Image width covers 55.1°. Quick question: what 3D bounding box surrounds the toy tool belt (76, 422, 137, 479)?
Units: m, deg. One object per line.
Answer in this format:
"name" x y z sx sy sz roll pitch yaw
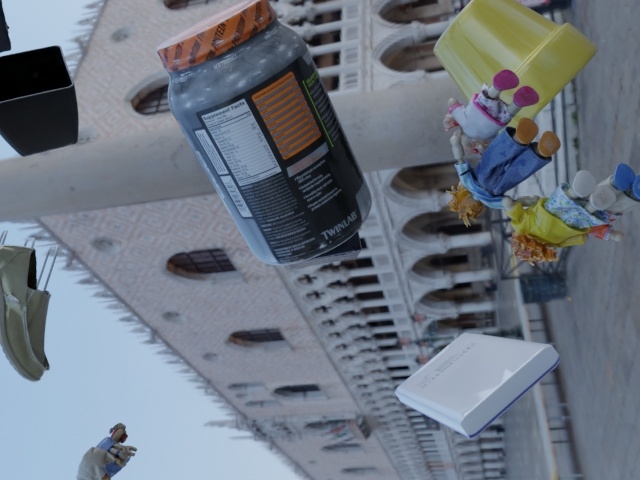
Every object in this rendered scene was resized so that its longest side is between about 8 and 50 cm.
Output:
"toy tool belt" -0.249 0.266 0.743 0.083 0.051 0.052 -44 -20 -61

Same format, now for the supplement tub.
"supplement tub" -0.071 -0.142 0.815 0.194 0.193 0.316 -75 -36 -57

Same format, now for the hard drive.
"hard drive" 0.280 0.259 1.163 0.040 0.210 0.318 55 167 -4

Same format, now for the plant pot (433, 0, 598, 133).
"plant pot" 0.365 -0.359 1.216 0.239 0.254 0.254 45 -165 3

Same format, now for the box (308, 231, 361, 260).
"box" 0.000 0.000 1.311 0.158 0.155 0.093 94 167 -82

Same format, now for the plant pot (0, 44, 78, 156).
"plant pot" -0.637 -0.299 1.365 0.167 0.188 0.187 92 153 -46

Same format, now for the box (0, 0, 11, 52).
"box" -0.771 -0.488 0.867 0.479 0.297 0.472 -31 -29 -35

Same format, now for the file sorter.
"file sorter" -0.848 0.056 1.599 0.277 0.192 0.173 21 -102 -29

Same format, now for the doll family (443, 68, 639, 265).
"doll family" 0.230 -0.059 0.716 0.118 0.263 0.163 -46 -6 -28

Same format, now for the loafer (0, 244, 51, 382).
"loafer" -0.547 0.128 1.141 0.102 0.091 0.269 152 100 -78
